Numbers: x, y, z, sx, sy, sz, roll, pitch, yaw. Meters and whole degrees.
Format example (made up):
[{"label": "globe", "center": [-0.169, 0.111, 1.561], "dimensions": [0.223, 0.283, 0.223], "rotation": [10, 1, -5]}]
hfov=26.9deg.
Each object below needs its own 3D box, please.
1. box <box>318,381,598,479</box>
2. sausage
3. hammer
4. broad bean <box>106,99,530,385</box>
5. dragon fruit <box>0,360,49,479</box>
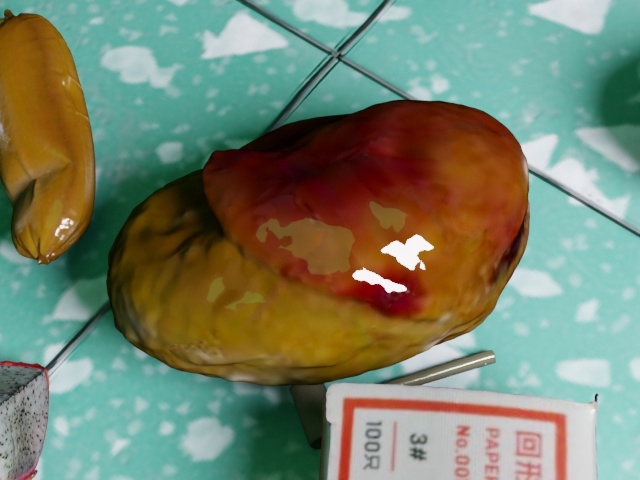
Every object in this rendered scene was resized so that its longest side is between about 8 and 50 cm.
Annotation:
[{"label": "box", "center": [0.061, 0.162, 0.612], "dimensions": [0.133, 0.099, 0.182], "rotation": [3, 62, 7]}, {"label": "sausage", "center": [-0.165, -0.064, 0.791], "dimensions": [0.062, 0.054, 0.183], "rotation": [-34, 60, 25]}, {"label": "hammer", "center": [0.041, 0.078, 0.711], "dimensions": [0.110, 0.019, 0.035], "rotation": [-16, 61, -8]}, {"label": "broad bean", "center": [-0.001, -0.003, 0.699], "dimensions": [0.229, 0.122, 0.156], "rotation": [-10, 56, -2]}, {"label": "dragon fruit", "center": [-0.179, 0.100, 0.698], "dimensions": [0.056, 0.083, 0.060], "rotation": [1, 106, 8]}]
